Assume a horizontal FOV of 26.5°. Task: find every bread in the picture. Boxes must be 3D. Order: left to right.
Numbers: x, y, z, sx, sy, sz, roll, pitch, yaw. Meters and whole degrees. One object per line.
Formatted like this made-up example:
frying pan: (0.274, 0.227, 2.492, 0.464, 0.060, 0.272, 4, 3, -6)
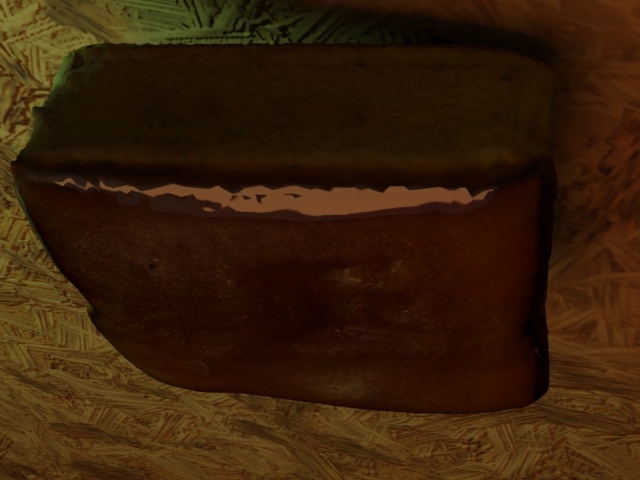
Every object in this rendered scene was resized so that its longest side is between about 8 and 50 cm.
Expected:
bread: (0.000, 0.000, 0.934, 0.333, 0.143, 0.324, 1, 150, 12)
